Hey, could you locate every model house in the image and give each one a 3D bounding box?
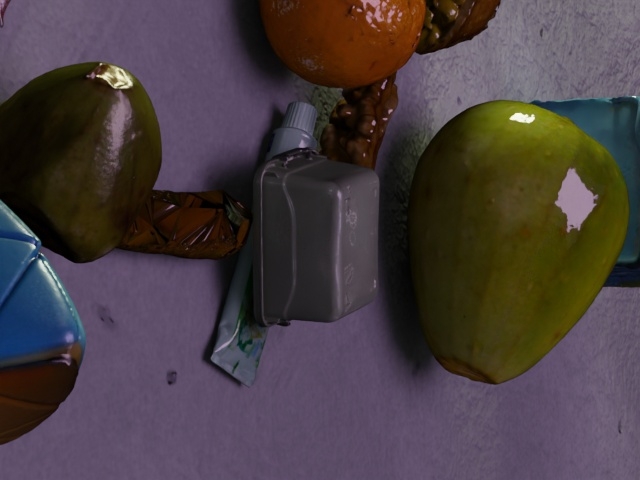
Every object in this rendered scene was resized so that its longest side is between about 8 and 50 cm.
[{"bbox_3d":[0.390,-0.054,2.234,0.303,0.215,0.237,14,75,-62],"label":"model house"}]

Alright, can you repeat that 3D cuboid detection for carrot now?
[{"bbox_3d":[-0.142,-0.018,1.517,0.229,0.069,0.069,6,83,-57],"label":"carrot"}]

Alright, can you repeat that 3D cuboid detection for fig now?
[{"bbox_3d":[0.213,0.004,1.920,0.258,0.258,0.326,14,94,-57],"label":"fig"},{"bbox_3d":[-0.198,-0.073,1.345,0.144,0.165,0.154,28,26,-17],"label":"fig"}]

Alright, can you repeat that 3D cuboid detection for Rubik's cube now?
[{"bbox_3d":[-0.277,0.054,1.227,0.254,0.254,0.254,7,81,-57],"label":"Rubik's cube"}]

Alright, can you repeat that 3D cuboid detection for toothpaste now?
[{"bbox_3d":[-0.052,-0.003,1.673,0.075,0.048,0.297,40,57,-50],"label":"toothpaste"}]

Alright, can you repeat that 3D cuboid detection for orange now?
[{"bbox_3d":[0.020,-0.247,1.699,0.193,0.161,0.193,28,56,-54],"label":"orange"}]

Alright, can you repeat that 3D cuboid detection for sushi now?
[{"bbox_3d":[0.154,-0.343,1.916,0.179,0.167,0.296,45,71,-39],"label":"sushi"}]

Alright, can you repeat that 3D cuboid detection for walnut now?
[{"bbox_3d":[0.038,-0.113,1.783,0.143,0.069,0.170,102,5,-54],"label":"walnut"}]

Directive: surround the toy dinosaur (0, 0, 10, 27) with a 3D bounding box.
[{"bbox_3d":[-0.249,-0.270,1.393,0.108,0.032,0.220,36,48,-47],"label":"toy dinosaur"}]

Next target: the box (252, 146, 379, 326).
[{"bbox_3d":[0.000,0.000,1.625,0.124,0.093,0.172,-26,119,-59],"label":"box"}]
